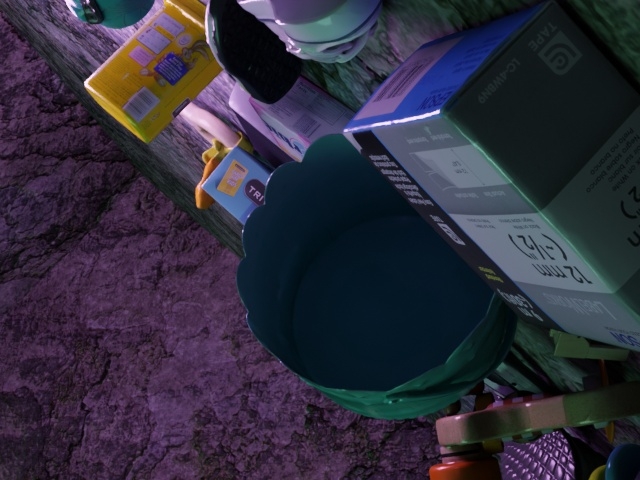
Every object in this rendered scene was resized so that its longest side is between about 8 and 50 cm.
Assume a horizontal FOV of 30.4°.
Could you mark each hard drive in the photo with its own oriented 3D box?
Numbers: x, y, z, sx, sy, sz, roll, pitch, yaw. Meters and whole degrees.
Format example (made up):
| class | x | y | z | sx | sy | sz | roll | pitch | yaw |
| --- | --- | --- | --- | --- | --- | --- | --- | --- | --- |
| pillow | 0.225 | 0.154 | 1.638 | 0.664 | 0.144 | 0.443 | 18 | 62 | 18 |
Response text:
| class | x | y | z | sx | sy | sz | roll | pitch | yaw |
| --- | --- | --- | --- | --- | --- | --- | --- | --- | --- |
| hard drive | -0.011 | -0.103 | 1.543 | 0.255 | 0.054 | 0.172 | 40 | 171 | 24 |

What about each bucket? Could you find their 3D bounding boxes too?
| class | x | y | z | sx | sy | sz | roll | pitch | yaw |
| --- | --- | --- | --- | --- | --- | --- | --- | --- | --- |
| bucket | 0.066 | 0.044 | 1.195 | 0.281 | 0.281 | 0.183 | 40 | 172 | 25 |

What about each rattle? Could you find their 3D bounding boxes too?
| class | x | y | z | sx | sy | sz | roll | pitch | yaw |
| --- | --- | --- | --- | --- | --- | --- | --- | --- | --- |
| rattle | -0.217 | -0.161 | 1.970 | 0.200 | 0.142 | 0.130 | 35 | -172 | 13 |

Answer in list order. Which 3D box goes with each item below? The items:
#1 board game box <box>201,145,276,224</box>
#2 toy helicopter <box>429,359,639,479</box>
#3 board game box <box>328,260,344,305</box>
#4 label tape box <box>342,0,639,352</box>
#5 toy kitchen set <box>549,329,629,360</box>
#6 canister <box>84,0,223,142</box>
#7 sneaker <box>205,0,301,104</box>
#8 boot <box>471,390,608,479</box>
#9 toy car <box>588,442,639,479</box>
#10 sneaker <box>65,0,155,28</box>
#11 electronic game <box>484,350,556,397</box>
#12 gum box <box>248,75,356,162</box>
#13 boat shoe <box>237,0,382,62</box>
| class | x | y | z | sx | sy | sz | roll | pitch | yaw |
| --- | --- | --- | --- | --- | --- | --- | --- | --- | --- |
| board game box | 0.000 | 0.000 | 1.686 | 0.254 | 0.079 | 0.336 | 41 | -176 | 16 |
| toy helicopter | 0.267 | 0.194 | 1.314 | 0.355 | 0.235 | 0.140 | 142 | 121 | -71 |
| board game box | 0.100 | 0.067 | 1.435 | 0.027 | 0.145 | 0.281 | -22 | 142 | 33 |
| label tape box | 0.197 | -0.001 | 0.873 | 0.347 | 0.115 | 0.249 | 47 | 171 | -11 |
| toy kitchen set | 0.269 | 0.064 | 1.162 | 0.068 | 0.075 | 0.083 | -89 | 4 | -50 |
| canister | -0.194 | -0.215 | 1.454 | 0.126 | 0.170 | 0.073 | 39 | 170 | 32 |
| sneaker | -0.094 | -0.220 | 1.252 | 0.097 | 0.084 | 0.234 | 42 | 172 | 20 |
| boot | 0.359 | 0.322 | 1.664 | 0.223 | 0.118 | 0.338 | 28 | -173 | -15 |
| toy car | 0.410 | 0.319 | 1.431 | 0.182 | 0.159 | 0.136 | 38 | 135 | 36 |
| sneaker | -0.235 | -0.308 | 1.333 | 0.295 | 0.124 | 0.178 | 46 | 171 | 42 |
| electronic game | 0.249 | 0.177 | 1.724 | 0.229 | 0.048 | 0.229 | 35 | 173 | 5 |
| gum box | 0.007 | -0.117 | 1.361 | 0.188 | 0.062 | 0.107 | 38 | 170 | 32 |
| boat shoe | 0.008 | -0.189 | 0.957 | 0.084 | 0.095 | 0.258 | 43 | -177 | -23 |
